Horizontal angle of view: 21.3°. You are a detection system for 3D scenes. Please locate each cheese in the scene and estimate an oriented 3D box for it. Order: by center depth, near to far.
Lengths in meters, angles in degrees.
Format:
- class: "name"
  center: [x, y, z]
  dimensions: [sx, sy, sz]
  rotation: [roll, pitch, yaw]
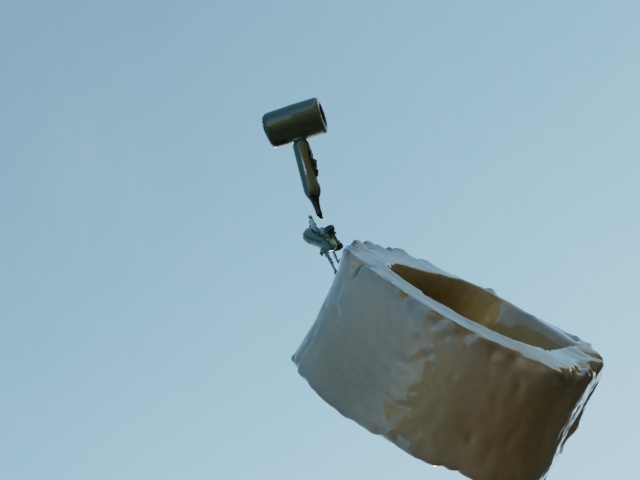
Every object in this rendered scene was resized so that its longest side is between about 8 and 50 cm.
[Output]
- class: "cheese"
  center: [0.143, 0.133, 1.791]
  dimensions: [0.332, 0.292, 0.153]
  rotation: [6, -69, -60]

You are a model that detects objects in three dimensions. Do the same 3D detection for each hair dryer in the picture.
- class: "hair dryer"
  center: [-0.018, -0.092, 2.021]
  dimensions: [0.047, 0.071, 0.150]
  rotation: [46, -152, -70]

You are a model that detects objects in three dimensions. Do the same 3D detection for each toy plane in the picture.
- class: "toy plane"
  center: [0.002, -0.001, 1.988]
  dimensions: [0.033, 0.083, 0.080]
  rotation: [-31, -65, -9]
